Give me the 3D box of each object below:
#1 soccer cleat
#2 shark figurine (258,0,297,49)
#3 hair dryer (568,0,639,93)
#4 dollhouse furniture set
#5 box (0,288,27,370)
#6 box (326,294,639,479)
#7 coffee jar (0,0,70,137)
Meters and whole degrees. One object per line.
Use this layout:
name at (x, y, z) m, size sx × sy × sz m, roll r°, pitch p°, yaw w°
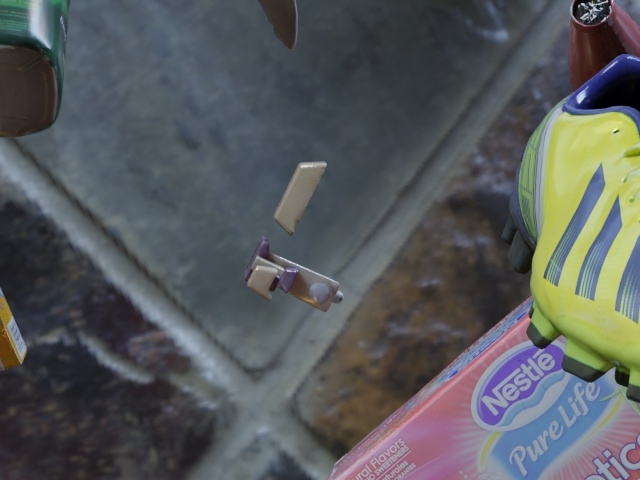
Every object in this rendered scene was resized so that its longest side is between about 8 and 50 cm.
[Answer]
soccer cleat at (0.138, -0.011, 0.670) m, size 0.093 × 0.289 × 0.121 m, roll 23°, pitch 103°, yaw -10°
shark figurine at (0.006, -0.285, 1.165) m, size 0.116 × 0.166 × 0.278 m, roll 24°, pitch 54°, yaw -26°
hair dryer at (0.321, -0.175, 1.480) m, size 0.293 × 0.223 × 0.080 m, roll 3°, pitch 52°, yaw -35°
dollhouse furniture set at (0.000, 0.000, 1.339) m, size 0.081 × 0.091 × 0.114 m, roll 25°, pitch 95°, yaw -7°
box at (-0.280, 0.064, 1.150) m, size 0.028 × 0.136 × 0.081 m, roll -80°, pitch 153°, yaw -67°
box at (0.156, 0.118, 1.098) m, size 0.300 × 0.154 × 0.142 m, roll -41°, pitch 88°, yaw 5°
coffee jar at (-0.202, -0.164, 1.090) m, size 0.079 × 0.096 × 0.184 m, roll 2°, pitch 54°, yaw -7°
